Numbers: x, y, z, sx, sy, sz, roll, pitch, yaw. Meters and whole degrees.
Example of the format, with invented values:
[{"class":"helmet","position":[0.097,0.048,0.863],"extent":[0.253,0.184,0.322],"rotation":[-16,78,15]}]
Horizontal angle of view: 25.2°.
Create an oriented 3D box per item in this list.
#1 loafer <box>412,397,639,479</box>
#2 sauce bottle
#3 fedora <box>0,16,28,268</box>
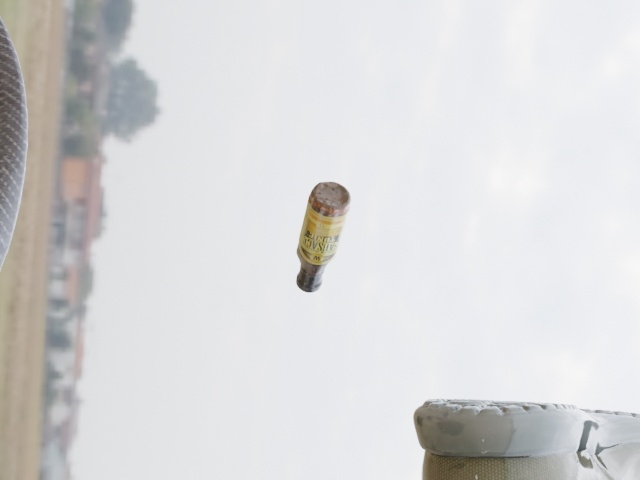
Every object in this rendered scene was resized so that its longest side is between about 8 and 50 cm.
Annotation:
[{"class":"loafer","position":[0.108,0.125,0.700],"extent":[0.251,0.094,0.087],"rotation":[17,75,-60]},{"class":"sauce bottle","position":[0.000,0.000,1.376],"extent":[0.128,0.042,0.042],"rotation":[101,-13,-45]},{"class":"fedora","position":[-0.228,0.011,0.516],"extent":[0.275,0.244,0.124],"rotation":[-48,163,-18]}]
